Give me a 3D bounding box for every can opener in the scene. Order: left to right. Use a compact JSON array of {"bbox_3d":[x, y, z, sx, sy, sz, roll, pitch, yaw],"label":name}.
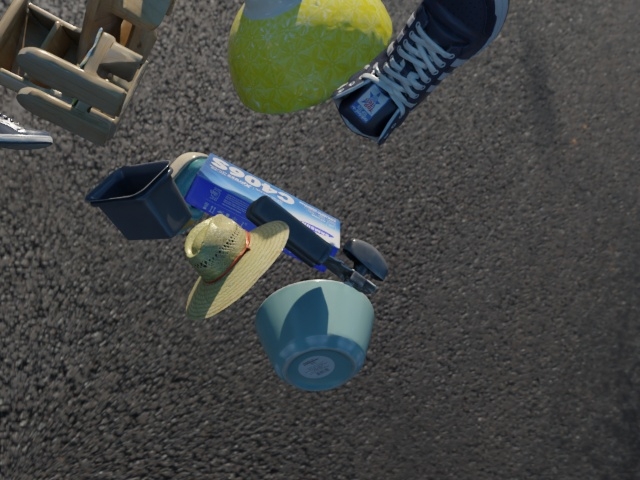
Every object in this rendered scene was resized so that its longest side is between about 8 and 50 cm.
[{"bbox_3d":[0.000,0.000,1.228,0.283,0.076,0.095,38,71,-12],"label":"can opener"}]

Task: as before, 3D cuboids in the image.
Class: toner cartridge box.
[{"bbox_3d":[-0.123,-0.066,1.505,0.348,0.075,0.165,27,23,-10],"label":"toner cartridge box"}]

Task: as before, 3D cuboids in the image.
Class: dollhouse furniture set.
[{"bbox_3d":[-0.405,-0.361,1.100,0.257,0.394,0.361,25,67,-17],"label":"dollhouse furniture set"}]

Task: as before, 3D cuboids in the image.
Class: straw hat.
[{"bbox_3d":[-0.105,0.009,0.690,0.061,0.145,0.144,49,56,-23],"label":"straw hat"}]

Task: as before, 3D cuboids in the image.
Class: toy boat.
[{"bbox_3d":[-0.392,-0.111,1.759,0.148,0.267,0.318,39,17,23],"label":"toy boat"}]

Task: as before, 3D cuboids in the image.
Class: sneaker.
[{"bbox_3d":[-0.671,-0.274,1.376,0.227,0.086,0.163,4,86,-20],"label":"sneaker"},{"bbox_3d":[0.107,-0.211,0.800,0.099,0.282,0.153,45,71,-3],"label":"sneaker"}]

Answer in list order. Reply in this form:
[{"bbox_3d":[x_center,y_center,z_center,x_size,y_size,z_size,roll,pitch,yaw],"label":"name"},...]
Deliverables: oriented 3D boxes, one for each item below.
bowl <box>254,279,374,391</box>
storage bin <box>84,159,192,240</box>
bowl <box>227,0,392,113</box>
[{"bbox_3d":[-0.007,0.262,1.671,0.312,0.311,0.163,14,39,-20],"label":"bowl"},{"bbox_3d":[-0.251,-0.055,0.959,0.098,0.135,0.091,-55,130,-37],"label":"storage bin"},{"bbox_3d":[-0.043,-0.361,1.086,0.156,0.290,0.289,57,47,-44],"label":"bowl"}]
